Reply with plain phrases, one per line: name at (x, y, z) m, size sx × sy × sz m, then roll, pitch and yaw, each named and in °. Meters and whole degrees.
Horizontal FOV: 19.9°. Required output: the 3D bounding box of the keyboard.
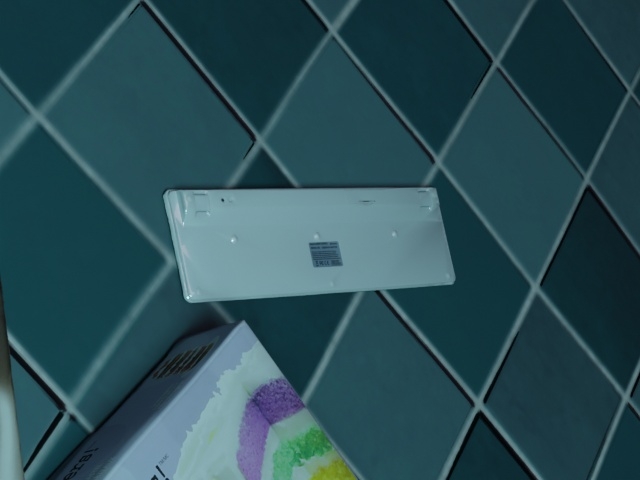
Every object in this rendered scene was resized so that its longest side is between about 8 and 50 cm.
keyboard at (0.000, 0.000, 1.204) m, size 0.256 × 0.014 × 0.072 m, roll -2°, pitch 82°, yaw -46°

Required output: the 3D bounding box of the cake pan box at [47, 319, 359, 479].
cake pan box at (-0.061, 0.217, 1.018) m, size 0.246 × 0.070 × 0.267 m, roll 55°, pitch 45°, yaw -13°

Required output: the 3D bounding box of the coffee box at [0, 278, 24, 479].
coffee box at (-0.227, 0.063, 0.770) m, size 0.168 × 0.119 × 0.297 m, roll -34°, pitch 129°, yaw -51°
